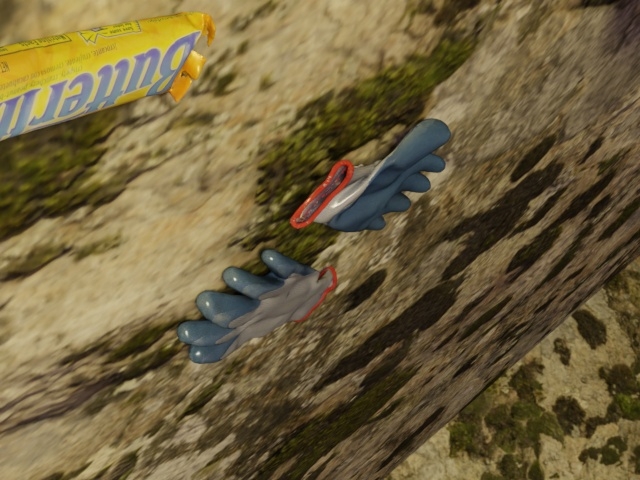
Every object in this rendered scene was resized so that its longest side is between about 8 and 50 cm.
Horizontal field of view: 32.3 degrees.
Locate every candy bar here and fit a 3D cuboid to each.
[{"bbox_3d":[-0.095,-0.046,0.348,0.161,0.018,0.040,-24,155,-45],"label":"candy bar"}]

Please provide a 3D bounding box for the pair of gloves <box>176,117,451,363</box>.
[{"bbox_3d":[0.000,0.000,0.670,0.198,0.023,0.159,-49,164,20],"label":"pair of gloves"}]
